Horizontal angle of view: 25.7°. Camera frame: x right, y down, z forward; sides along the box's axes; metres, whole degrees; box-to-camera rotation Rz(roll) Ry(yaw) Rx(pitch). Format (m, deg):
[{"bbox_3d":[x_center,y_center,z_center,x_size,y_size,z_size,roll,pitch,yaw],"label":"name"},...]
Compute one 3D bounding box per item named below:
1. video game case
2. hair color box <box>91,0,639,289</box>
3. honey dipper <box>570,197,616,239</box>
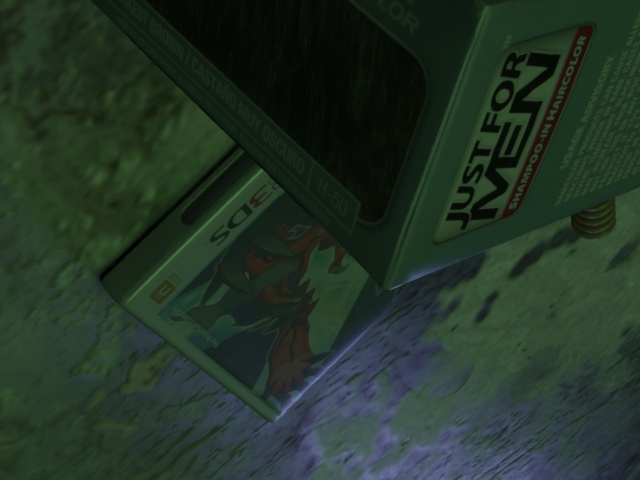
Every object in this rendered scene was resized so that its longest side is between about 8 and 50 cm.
[{"bbox_3d":[0.000,0.000,0.735,0.183,0.023,0.201,-44,150,-2],"label":"video game case"},{"bbox_3d":[0.114,-0.129,0.559,0.374,0.185,0.114,-20,142,-37],"label":"hair color box"},{"bbox_3d":[0.168,-0.058,0.873,0.030,0.030,0.161,-37,145,-15],"label":"honey dipper"}]
